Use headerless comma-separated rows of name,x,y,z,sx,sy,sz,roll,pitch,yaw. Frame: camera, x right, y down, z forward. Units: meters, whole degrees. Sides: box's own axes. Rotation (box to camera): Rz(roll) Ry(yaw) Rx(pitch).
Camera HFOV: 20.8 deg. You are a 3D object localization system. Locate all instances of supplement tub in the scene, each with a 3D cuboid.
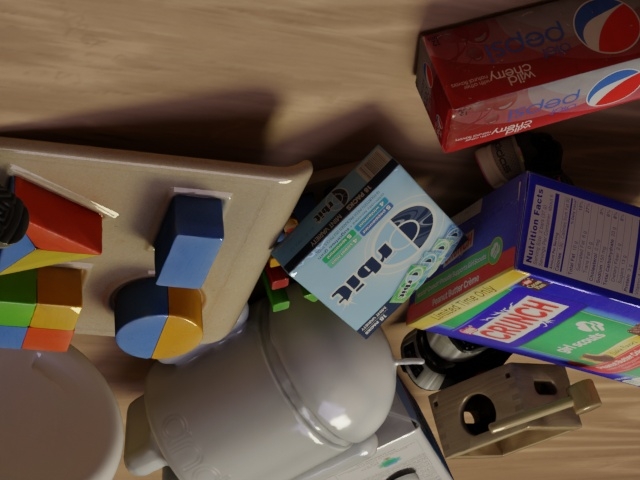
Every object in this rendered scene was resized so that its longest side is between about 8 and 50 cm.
supplement tub,-0.379,0.266,1.909,0.241,0.241,0.331,-2,148,-32

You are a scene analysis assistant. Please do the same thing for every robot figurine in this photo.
robot figurine,-0.060,0.177,2.007,0.353,0.200,0.300,-31,126,19

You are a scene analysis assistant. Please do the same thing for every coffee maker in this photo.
coffee maker,0.200,0.113,2.136,0.171,0.120,0.178,7,157,-10

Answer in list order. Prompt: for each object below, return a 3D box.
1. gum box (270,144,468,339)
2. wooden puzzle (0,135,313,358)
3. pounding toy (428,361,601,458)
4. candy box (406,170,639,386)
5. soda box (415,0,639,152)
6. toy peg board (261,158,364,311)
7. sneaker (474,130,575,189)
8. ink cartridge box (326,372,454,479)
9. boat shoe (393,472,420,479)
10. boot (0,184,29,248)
gum box,0.054,0.005,1.807,0.157,0.041,0.184,-45,143,2
wooden puzzle,-0.207,0.026,1.711,0.347,0.080,0.322,1,147,-19
pounding toy,0.235,0.185,2.067,0.206,0.094,0.181,-26,160,34
candy box,0.295,0.052,1.931,0.317,0.122,0.268,17,160,-17
soda box,0.229,-0.172,1.680,0.263,0.092,0.083,-16,154,-10
toy peg board,0.000,0.000,1.856,0.161,0.079,0.161,-15,153,-11
sneaker,0.242,-0.075,1.900,0.075,0.063,0.170,-29,148,29
ink cartridge box,0.014,0.291,2.305,0.270,0.151,0.395,-25,155,2
boat shoe,0.107,0.342,2.268,0.049,0.040,0.142,-17,156,-15
boot,-0.380,-0.023,1.561,0.189,0.076,0.208,44,144,-24
